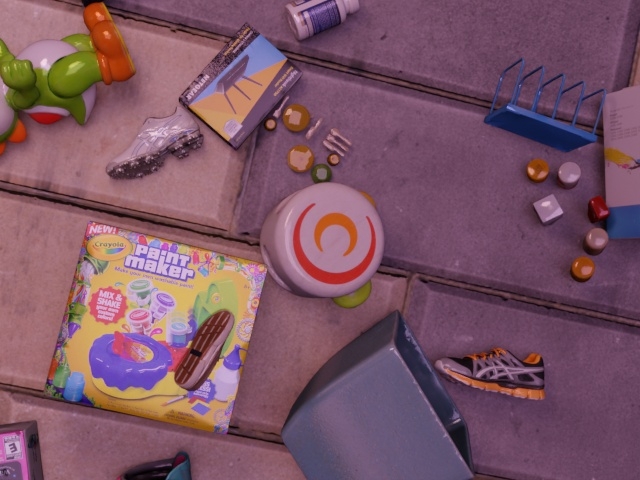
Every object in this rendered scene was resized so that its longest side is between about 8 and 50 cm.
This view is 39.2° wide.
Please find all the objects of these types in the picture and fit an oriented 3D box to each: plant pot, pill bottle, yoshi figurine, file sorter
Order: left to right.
[{"bbox_3d":[-0.498,-0.280,1.441,0.362,0.203,0.203,-27,77,-5],"label":"yoshi figurine"},{"bbox_3d":[0.004,-0.401,1.566,0.120,0.067,0.067,-24,93,-8],"label":"pill bottle"},{"bbox_3d":[0.081,0.303,1.490,0.252,0.247,0.248,-31,94,9],"label":"plant pot"},{"bbox_3d":[0.401,-0.241,1.600,0.170,0.118,0.104,18,83,-8],"label":"file sorter"}]

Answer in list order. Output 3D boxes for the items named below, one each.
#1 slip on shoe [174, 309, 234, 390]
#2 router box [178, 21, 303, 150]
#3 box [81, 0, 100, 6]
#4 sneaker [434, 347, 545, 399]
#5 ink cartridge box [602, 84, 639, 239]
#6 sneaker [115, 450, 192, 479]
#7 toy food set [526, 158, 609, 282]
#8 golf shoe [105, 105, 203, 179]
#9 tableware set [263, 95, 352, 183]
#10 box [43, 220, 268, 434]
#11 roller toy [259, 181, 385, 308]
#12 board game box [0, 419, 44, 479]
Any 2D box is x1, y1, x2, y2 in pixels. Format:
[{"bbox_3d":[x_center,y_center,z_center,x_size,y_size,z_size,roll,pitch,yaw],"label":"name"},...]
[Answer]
[{"bbox_3d":[-0.171,0.170,1.374,0.041,0.051,0.135,44,70,-46],"label":"slip on shoe"},{"bbox_3d":[-0.138,-0.266,1.555,0.133,0.046,0.179,41,84,-6],"label":"router box"},{"bbox_3d":[-0.360,-0.500,1.501,0.156,0.093,0.158,-24,92,-8],"label":"box"},{"bbox_3d":[0.304,0.229,1.602,0.215,0.084,0.083,12,86,-18],"label":"sneaker"},{"bbox_3d":[0.637,-0.139,1.578,0.198,0.197,0.270,-2,89,-19],"label":"ink cartridge box"},{"bbox_3d":[-0.222,0.450,1.503,0.295,0.124,0.178,13,97,-7],"label":"sneaker"},{"bbox_3d":[0.456,-0.043,1.632,0.111,0.104,0.232,-27,75,6],"label":"toy food set"},{"bbox_3d":[-0.292,-0.166,1.533,0.176,0.069,0.086,-26,73,-11],"label":"golf shoe"},{"bbox_3d":[-0.029,-0.173,1.584,0.154,0.024,0.104,35,88,-8],"label":"tableware set"},{"bbox_3d":[-0.264,0.137,1.468,0.290,0.177,0.279,14,87,-9],"label":"box"},{"bbox_3d":[0.000,0.000,1.523,0.191,0.146,0.209,14,82,-17],"label":"roller toy"},{"bbox_3d":[-0.565,0.465,1.461,0.224,0.097,0.303,-8,91,-8],"label":"board game box"}]
